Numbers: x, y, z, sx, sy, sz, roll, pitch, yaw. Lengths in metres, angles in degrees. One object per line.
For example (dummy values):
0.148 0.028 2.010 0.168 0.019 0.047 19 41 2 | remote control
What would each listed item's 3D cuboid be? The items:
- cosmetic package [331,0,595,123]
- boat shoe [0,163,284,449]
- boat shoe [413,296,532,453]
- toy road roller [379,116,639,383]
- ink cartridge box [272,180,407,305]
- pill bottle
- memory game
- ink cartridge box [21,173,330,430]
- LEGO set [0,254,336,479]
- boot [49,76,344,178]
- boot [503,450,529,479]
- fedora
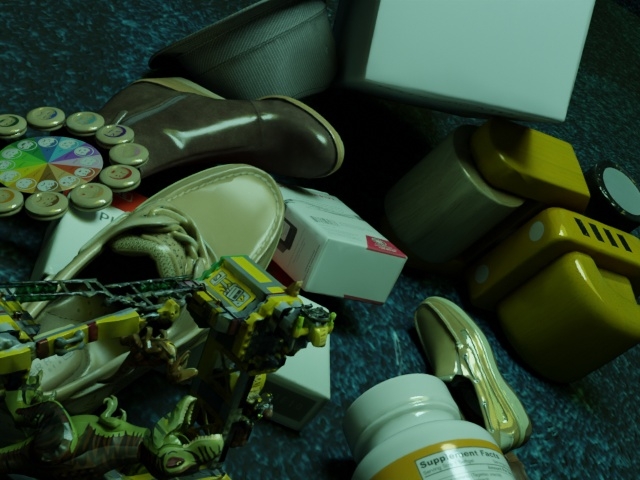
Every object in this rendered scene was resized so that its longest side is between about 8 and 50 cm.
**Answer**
0.145 -0.245 1.349 0.230 0.161 0.453 12 6 -6 | cosmetic package
-0.127 0.035 0.852 0.121 0.110 0.341 47 51 -3 | boat shoe
0.146 0.139 1.153 0.072 0.068 0.190 -9 53 -37 | boat shoe
0.252 0.024 1.297 0.330 0.202 0.240 17 47 -32 | toy road roller
0.000 0.000 1.148 0.109 0.063 0.150 12 19 -37 | ink cartridge box
0.103 0.235 0.897 0.136 0.136 0.245 14 37 -35 | pill bottle
-0.249 -0.073 0.993 0.186 0.012 0.186 4 35 -3 | memory game
-0.119 0.030 1.024 0.275 0.060 0.239 26 33 -19 | ink cartridge box
-0.108 0.146 0.674 0.331 0.255 0.192 9 22 -49 | LEGO set
-0.123 -0.094 1.126 0.248 0.090 0.207 21 31 20 | boot
0.198 0.265 1.062 0.106 0.037 0.114 -14 62 -51 | boot
-0.067 -0.215 1.306 0.124 0.244 0.275 64 14 -11 | fedora
